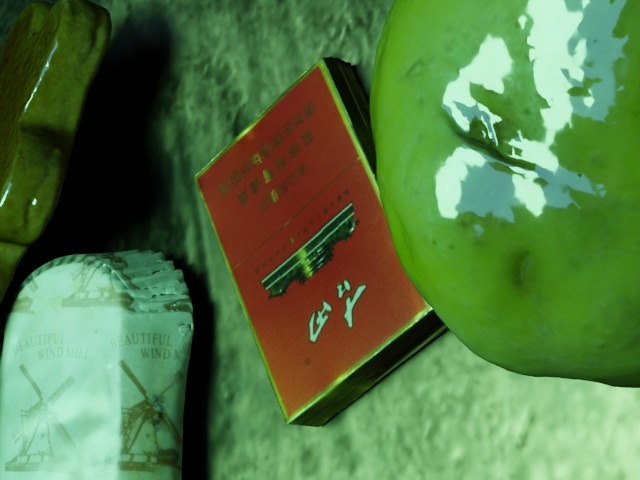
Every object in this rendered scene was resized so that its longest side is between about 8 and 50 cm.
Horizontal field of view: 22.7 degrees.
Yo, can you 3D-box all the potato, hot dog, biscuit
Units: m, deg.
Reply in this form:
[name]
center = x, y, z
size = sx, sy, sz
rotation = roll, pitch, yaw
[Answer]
[potato]
center = 0.098, -0.052, 0.522
size = 0.154, 0.137, 0.200
rotation = 40, 115, 50
[hot dog]
center = -0.105, 0.096, 0.728
size = 0.108, 0.059, 0.191
rotation = -7, 72, 27
[biscuit]
center = -0.167, -0.009, 0.784
size = 0.236, 0.039, 0.180
rotation = -64, 25, -2

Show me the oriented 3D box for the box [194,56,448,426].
[box]
center = 0.000, 0.000, 0.679
size = 0.090, 0.023, 0.133
rotation = -40, 57, 31
